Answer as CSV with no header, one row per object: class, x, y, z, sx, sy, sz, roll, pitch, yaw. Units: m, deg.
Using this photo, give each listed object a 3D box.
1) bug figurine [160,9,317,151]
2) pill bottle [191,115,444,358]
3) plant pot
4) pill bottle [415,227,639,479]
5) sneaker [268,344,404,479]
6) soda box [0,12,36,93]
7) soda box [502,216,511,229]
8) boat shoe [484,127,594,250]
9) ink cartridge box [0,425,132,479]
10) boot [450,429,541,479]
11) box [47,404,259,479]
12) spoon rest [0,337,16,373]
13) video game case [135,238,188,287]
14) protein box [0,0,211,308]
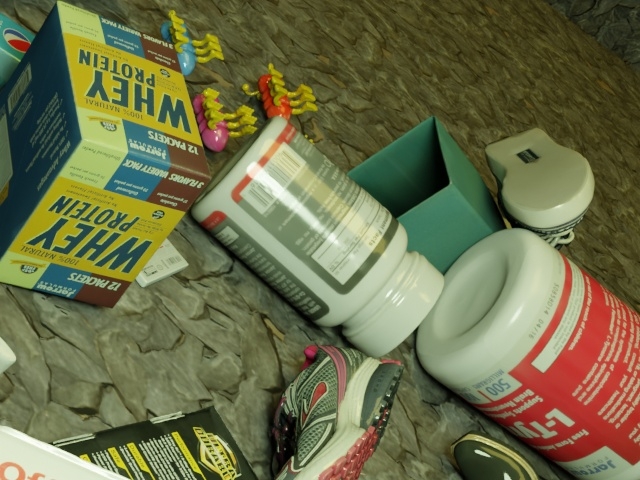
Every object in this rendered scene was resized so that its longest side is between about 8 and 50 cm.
bug figurine,-0.113,-0.188,1.708,0.279,0.072,0.216,24,40,-45
pill bottle,0.000,0.000,1.512,0.283,0.161,0.161,42,27,-10
plant pot,0.170,-0.014,1.785,0.234,0.166,0.165,44,24,-32
pill bottle,0.345,0.182,1.681,0.408,0.229,0.229,36,29,-19
sneaker,-0.006,0.209,1.295,0.112,0.121,0.299,18,26,10
soda box,-0.375,-0.212,1.363,0.210,0.071,0.067,34,30,-22
soda box,0.257,-0.012,2.011,0.183,0.058,0.063,26,33,-36
boat shoe,0.318,-0.040,1.755,0.340,0.127,0.158,-90,159,-70
ink cartridge box,-0.185,0.290,0.803,0.207,0.117,0.283,27,43,-13
boot,0.218,0.327,1.479,0.198,0.077,0.137,45,32,0
box,-0.109,0.301,1.037,0.322,0.079,0.257,56,27,18
spoon rest,-0.345,0.149,0.926,0.137,0.084,0.276,47,40,5
video game case,-0.207,-0.007,1.391,0.122,0.011,0.087,50,28,7
protein box,-0.230,-0.081,1.239,0.136,0.200,0.201,16,39,-35
